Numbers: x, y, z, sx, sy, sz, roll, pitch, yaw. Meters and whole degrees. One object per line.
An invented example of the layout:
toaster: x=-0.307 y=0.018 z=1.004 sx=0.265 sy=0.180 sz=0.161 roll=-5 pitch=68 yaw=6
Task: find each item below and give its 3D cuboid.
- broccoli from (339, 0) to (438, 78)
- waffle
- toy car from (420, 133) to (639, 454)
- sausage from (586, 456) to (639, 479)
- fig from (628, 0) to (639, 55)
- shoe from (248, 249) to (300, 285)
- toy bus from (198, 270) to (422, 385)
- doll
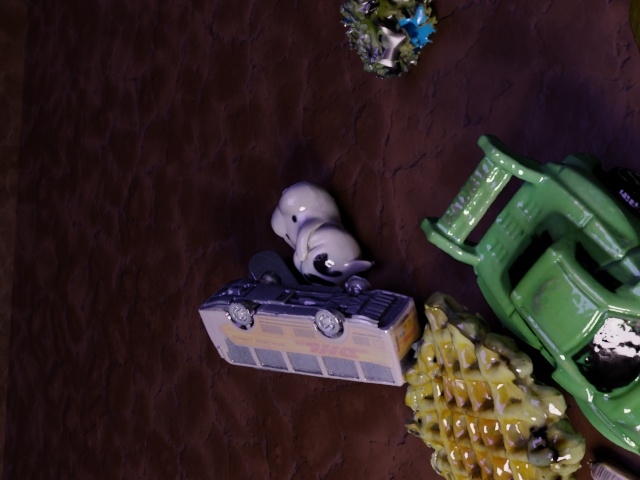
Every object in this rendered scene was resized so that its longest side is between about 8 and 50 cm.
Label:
broccoli: x=0.086 y=-0.321 z=1.146 sx=0.154 sy=0.160 sz=0.167 roll=38 pitch=108 yaw=13
waffle: x=0.203 y=0.230 z=0.992 sx=0.297 sy=0.073 sz=0.317 roll=50 pitch=151 yaw=42
toy car: x=0.287 y=0.056 z=0.871 sx=0.213 sy=0.176 sz=0.358 roll=-56 pitch=50 yaw=33
sausage: x=0.388 y=0.301 z=0.849 sx=0.269 sy=0.033 sz=0.033 roll=30 pitch=111 yaw=46
fig: x=0.392 y=-0.190 z=0.775 sx=0.167 sy=0.167 sz=0.233 roll=-31 pitch=74 yaw=45
shoe: x=-0.057 y=0.108 z=1.374 sx=0.195 sy=0.079 sz=0.078 roll=59 pitch=173 yaw=18
toy bus: x=-0.017 y=0.127 z=1.213 sx=0.342 sy=0.097 sz=0.138 roll=0 pitch=120 yaw=35
doll: x=-0.005 y=-0.005 z=1.274 sx=0.180 sy=0.107 sz=0.110 roll=65 pitch=143 yaw=30
